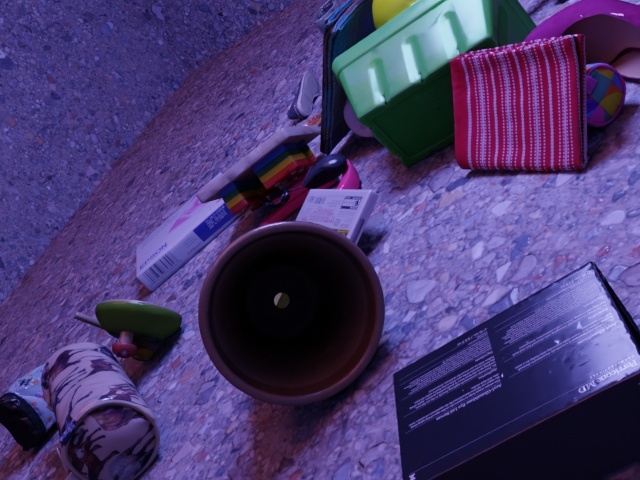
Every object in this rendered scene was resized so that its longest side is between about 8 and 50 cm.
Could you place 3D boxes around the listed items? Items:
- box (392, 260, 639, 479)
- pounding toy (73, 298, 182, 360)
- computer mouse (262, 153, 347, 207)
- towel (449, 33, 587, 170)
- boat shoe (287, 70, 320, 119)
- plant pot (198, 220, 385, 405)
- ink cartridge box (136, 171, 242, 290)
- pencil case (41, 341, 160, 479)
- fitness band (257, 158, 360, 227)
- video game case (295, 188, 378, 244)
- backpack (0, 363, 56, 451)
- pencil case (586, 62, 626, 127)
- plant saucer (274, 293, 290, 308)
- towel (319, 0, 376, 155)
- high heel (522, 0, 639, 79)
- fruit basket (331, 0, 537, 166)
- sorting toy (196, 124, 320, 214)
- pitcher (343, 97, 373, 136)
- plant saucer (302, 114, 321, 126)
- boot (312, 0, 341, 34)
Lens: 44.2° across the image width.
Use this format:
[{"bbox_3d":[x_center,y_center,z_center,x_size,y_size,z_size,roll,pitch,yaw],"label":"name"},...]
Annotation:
[{"bbox_3d":[0.211,0.165,0.811,0.261,0.103,0.184,-33,21,19],"label":"box"},{"bbox_3d":[-0.409,0.208,1.684,0.236,0.183,0.110,-18,59,45],"label":"pounding toy"},{"bbox_3d":[-0.042,-0.128,1.677,0.242,0.041,0.071,-25,32,34],"label":"computer mouse"},{"bbox_3d":[0.303,-0.208,1.239,0.031,0.199,0.275,-9,9,-29],"label":"towel"},{"bbox_3d":[-0.054,-0.425,2.310,0.065,0.075,0.206,-23,34,31],"label":"boat shoe"},{"bbox_3d":[-0.053,0.103,1.205,0.263,0.263,0.229,-45,5,-6],"label":"plant pot"},{"bbox_3d":[-0.365,-0.044,2.141,0.324,0.071,0.330,-41,24,2],"label":"ink cartridge box"},{"bbox_3d":[-0.433,0.319,1.489,0.183,0.160,0.410,-33,20,-16],"label":"pencil case"},{"bbox_3d":[-0.037,-0.064,1.682,0.290,0.054,0.209,-33,27,22],"label":"fitness band"},{"bbox_3d":[0.000,0.000,1.465,0.227,0.026,0.206,7,70,60],"label":"video game case"},{"bbox_3d":[-0.633,0.361,1.782,0.115,0.152,0.182,-23,17,27],"label":"backpack"},{"bbox_3d":[0.373,-0.234,1.263,0.104,0.104,0.236,-46,24,-9],"label":"pencil case"},{"bbox_3d":[-0.094,0.089,1.457,0.188,0.045,0.188,4,66,60],"label":"plant saucer"},{"bbox_3d":[0.085,-0.393,1.748,0.040,0.370,0.271,28,56,19],"label":"towel"},{"bbox_3d":[0.440,-0.294,1.211,0.377,0.127,0.181,-4,33,51],"label":"high heel"},{"bbox_3d":[0.214,-0.384,1.535,0.392,0.283,0.392,-29,41,29],"label":"fruit basket"},{"bbox_3d":[-0.117,-0.153,1.817,0.257,0.089,0.255,-35,-2,19],"label":"sorting toy"},{"bbox_3d":[0.164,-0.315,1.731,0.177,0.126,0.207,9,42,44],"label":"pitcher"},{"bbox_3d":[-0.027,-0.309,2.138,0.083,0.013,0.083,-33,24,17],"label":"plant saucer"},{"bbox_3d":[0.085,-0.587,2.199,0.076,0.208,0.190,-11,38,50],"label":"boot"}]
